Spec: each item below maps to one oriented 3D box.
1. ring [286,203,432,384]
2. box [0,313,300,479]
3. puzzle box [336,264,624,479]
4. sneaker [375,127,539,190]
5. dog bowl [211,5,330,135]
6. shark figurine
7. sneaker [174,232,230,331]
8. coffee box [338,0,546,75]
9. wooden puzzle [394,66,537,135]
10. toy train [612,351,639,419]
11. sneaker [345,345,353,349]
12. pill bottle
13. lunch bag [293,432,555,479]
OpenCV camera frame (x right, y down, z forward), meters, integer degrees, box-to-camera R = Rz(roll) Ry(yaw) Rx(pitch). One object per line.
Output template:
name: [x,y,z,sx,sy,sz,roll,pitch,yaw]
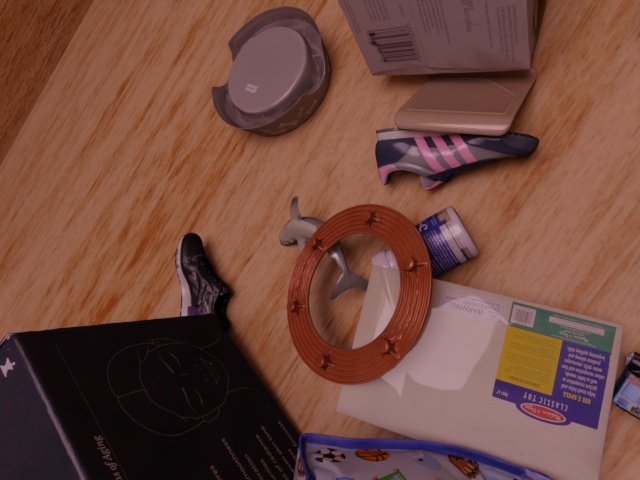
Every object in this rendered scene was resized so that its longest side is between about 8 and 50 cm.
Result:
ring: [0.049,0.088,0.786,0.337,0.032,0.336,-18,62,38]
box: [-0.300,0.410,0.771,0.297,0.472,0.480,-45,70,11]
puzzle box: [0.255,0.219,0.724,0.409,0.052,0.271,14,82,18]
sneaker: [0.268,-0.166,0.881,0.319,0.112,0.130,8,105,28]
dog bowl: [-0.129,-0.442,1.154,0.349,0.102,0.348,-8,73,27]
shark figurine: [0.017,-0.003,0.966,0.278,0.116,0.166,38,130,38]
sneaker: [-0.289,0.112,1.109,0.124,0.107,0.283,-12,78,16]
coffee box: [0.245,-0.563,0.813,0.339,0.337,0.334,11,70,31]
wooden puzzle: [0.295,-0.284,0.868,0.221,0.044,0.238,13,50,31]
toy train: [0.536,0.244,0.628,0.184,0.080,0.105,31,102,28]
sneaker: [0.126,0.217,0.854,0.282,0.105,0.115,-12,64,14]
pill bottle: [0.202,0.023,0.844,0.187,0.112,0.111,-30,65,18]
lunch bag: [0.146,0.482,0.606,0.386,0.239,0.327,7,103,-8]
